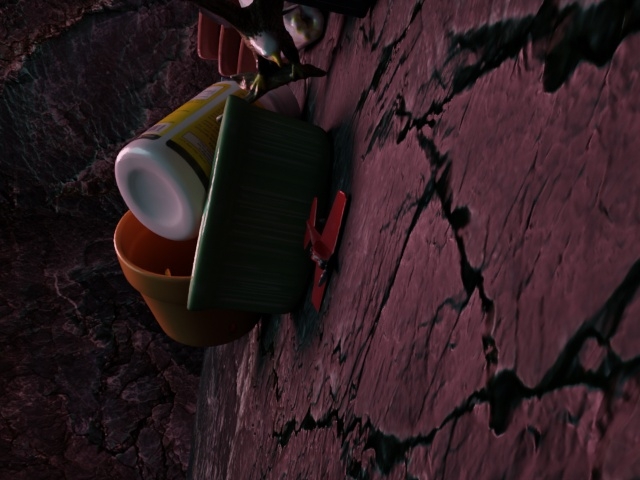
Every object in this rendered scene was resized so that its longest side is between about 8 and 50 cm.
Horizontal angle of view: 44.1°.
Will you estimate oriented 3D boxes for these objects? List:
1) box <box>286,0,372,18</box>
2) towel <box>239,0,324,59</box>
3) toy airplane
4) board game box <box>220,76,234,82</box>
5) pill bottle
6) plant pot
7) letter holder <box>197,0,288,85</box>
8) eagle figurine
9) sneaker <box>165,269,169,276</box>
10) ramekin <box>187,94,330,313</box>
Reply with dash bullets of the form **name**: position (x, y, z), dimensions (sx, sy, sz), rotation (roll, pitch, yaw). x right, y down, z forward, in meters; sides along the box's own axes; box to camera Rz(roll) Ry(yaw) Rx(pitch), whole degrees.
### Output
- **box**: position (0.024, -0.491, 0.875), dimensions (0.312, 0.178, 0.344), rotation (120, 159, -66)
- **towel**: position (-0.126, -0.530, 1.491), dimensions (0.375, 0.090, 0.320), rotation (62, 175, -12)
- **toy airplane**: position (0.000, 0.000, 0.911), dimensions (0.151, 0.028, 0.151), rotation (-170, 90, -81)
- **board game box**: position (-0.224, -0.347, 2.251), dimensions (0.047, 0.160, 0.210), rotation (-94, 17, -57)
- **pill bottle**: position (-0.182, -0.162, 1.386), dimensions (0.334, 0.187, 0.188), rotation (-46, -14, -39)
- **plant pot**: position (-0.211, 0.054, 1.434), dimensions (0.291, 0.290, 0.204), rotation (-92, 0, -53)
- **letter holder**: position (-0.167, -0.507, 1.846), dimensions (0.302, 0.214, 0.152), rotation (110, 154, -43)
- **eagle figurine**: position (-0.104, -0.335, 1.154), dimensions (0.226, 0.225, 0.298), rotation (-54, -39, -19)
- **sneaker**: position (-0.278, 0.120, 1.793), dimensions (0.319, 0.208, 0.127), rotation (100, 155, -49)
- **ramekin**: position (-0.087, -0.040, 1.110), dimensions (0.303, 0.148, 0.304), rotation (-169, 90, -81)
